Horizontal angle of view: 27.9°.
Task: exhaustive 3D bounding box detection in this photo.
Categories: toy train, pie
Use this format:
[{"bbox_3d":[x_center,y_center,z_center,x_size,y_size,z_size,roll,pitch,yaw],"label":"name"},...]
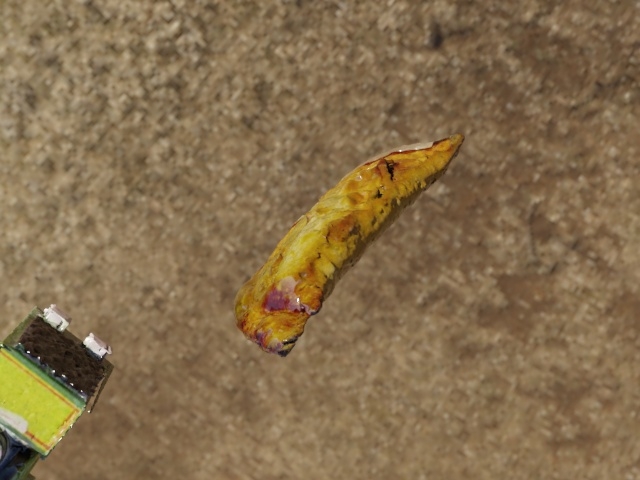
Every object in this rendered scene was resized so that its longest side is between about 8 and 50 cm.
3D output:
[{"bbox_3d":[-0.330,0.175,1.393,0.134,0.177,0.261,38,-175,-7],"label":"toy train"},{"bbox_3d":[-0.001,0.000,0.663,0.088,0.191,0.033,-21,109,43],"label":"pie"}]
